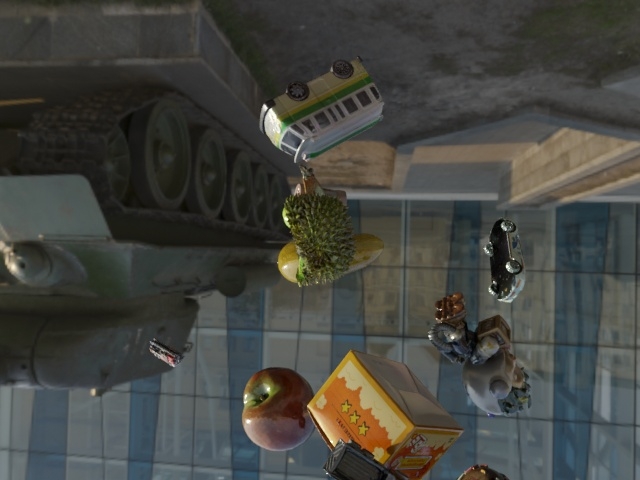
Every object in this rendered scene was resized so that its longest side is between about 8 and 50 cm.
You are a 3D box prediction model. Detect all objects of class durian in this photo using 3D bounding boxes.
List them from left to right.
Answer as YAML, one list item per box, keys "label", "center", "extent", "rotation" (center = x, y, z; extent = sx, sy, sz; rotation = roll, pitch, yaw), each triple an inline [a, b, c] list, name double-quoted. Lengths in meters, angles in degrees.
- label: "durian"
  center: [0.001, -0.004, 1.325]
  extent: [0.176, 0.237, 0.200]
  rotation: [-3, 177, 23]

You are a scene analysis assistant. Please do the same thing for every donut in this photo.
- label: "donut"
  center: [0.418, 0.736, 1.452]
  extent: [0.103, 0.270, 0.270]
  rotation: [40, 177, -1]

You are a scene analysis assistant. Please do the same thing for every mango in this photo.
- label: "mango"
  center: [0.016, 0.048, 1.591]
  extent: [0.331, 0.143, 0.195]
  rotation: [-13, 180, 32]

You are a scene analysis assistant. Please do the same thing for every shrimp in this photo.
- label: "shrimp"
  center: [-0.016, -0.132, 1.507]
  extent: [0.043, 0.184, 0.091]
  rotation: [-11, -168, 43]

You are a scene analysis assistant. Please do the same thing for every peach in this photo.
- label: "peach"
  center: [-0.120, 0.519, 1.631]
  extent: [0.252, 0.253, 0.252]
  rotation: [1, 178, 0]

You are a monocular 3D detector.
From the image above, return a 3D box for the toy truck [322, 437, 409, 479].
- label: "toy truck"
  center: [0.105, 0.511, 1.144]
  extent: [0.192, 0.083, 0.092]
  rotation: [31, 171, 7]

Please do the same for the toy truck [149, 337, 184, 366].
- label: "toy truck"
  center: [-0.283, 0.207, 0.978]
  extent: [0.083, 0.032, 0.024]
  rotation: [21, -143, 32]

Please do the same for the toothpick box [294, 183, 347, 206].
- label: "toothpick box"
  center: [-0.003, -0.118, 1.646]
  extent: [0.148, 0.099, 0.098]
  rotation: [8, 177, -15]

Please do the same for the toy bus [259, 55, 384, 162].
- label: "toy bus"
  center: [0.008, -0.331, 1.394]
  extent: [0.305, 0.179, 0.143]
  rotation: [-31, 171, -19]

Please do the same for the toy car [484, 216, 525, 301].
- label: "toy car"
  center: [0.396, 0.036, 1.130]
  extent: [0.056, 0.205, 0.095]
  rotation: [15, 137, -3]

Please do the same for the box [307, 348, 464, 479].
- label: "box"
  center: [0.164, 0.459, 1.359]
  extent: [0.283, 0.214, 0.259]
  rotation: [25, -163, -48]

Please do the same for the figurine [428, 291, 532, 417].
- label: "figurine"
  center: [0.450, 0.317, 1.445]
  extent: [0.186, 0.382, 0.261]
  rotation: [-20, -161, 34]
